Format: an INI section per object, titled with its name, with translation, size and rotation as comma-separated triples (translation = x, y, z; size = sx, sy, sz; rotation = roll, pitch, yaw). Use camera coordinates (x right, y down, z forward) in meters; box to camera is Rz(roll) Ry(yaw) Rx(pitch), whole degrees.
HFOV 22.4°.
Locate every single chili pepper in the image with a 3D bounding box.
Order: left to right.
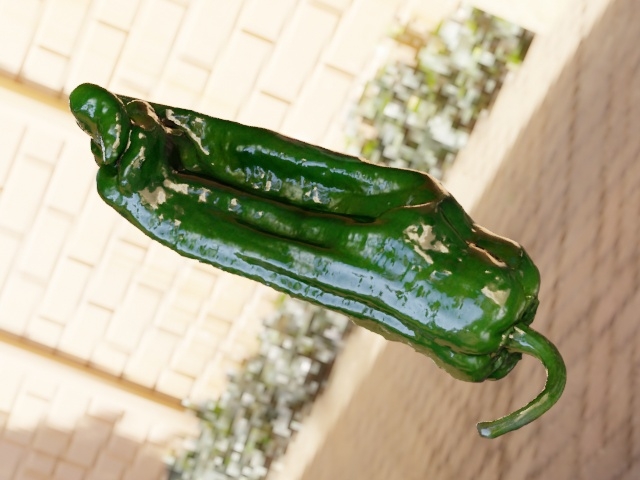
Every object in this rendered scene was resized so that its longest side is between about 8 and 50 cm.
[chili pepper]
translation = 0.000, -0.003, 0.726
size = 0.100, 0.257, 0.074
rotation = -37, -34, -62
